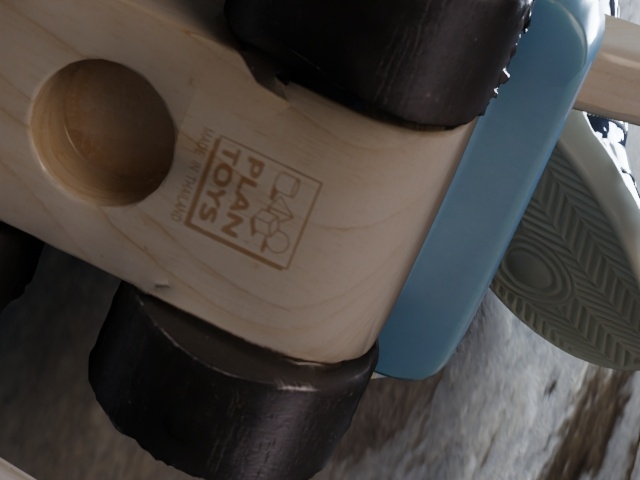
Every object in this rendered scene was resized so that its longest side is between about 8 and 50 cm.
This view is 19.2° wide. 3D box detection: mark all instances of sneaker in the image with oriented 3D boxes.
[{"bbox_3d":[0.138,-0.086,1.103,0.148,0.131,0.350,-49,122,-34],"label":"sneaker"}]

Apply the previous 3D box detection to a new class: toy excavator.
[{"bbox_3d":[0.045,-0.079,0.855,0.222,0.433,0.445,-68,173,26],"label":"toy excavator"}]

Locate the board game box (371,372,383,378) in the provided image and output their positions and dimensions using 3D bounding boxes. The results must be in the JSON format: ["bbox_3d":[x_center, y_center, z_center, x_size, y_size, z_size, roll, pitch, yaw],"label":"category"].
[{"bbox_3d":[0.000,0.000,1.014,0.103,0.026,0.154,-3,89,-50],"label":"board game box"}]

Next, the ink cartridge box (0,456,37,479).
[{"bbox_3d":[-0.193,0.155,0.615,0.100,0.237,0.172,40,58,-37],"label":"ink cartridge box"}]
